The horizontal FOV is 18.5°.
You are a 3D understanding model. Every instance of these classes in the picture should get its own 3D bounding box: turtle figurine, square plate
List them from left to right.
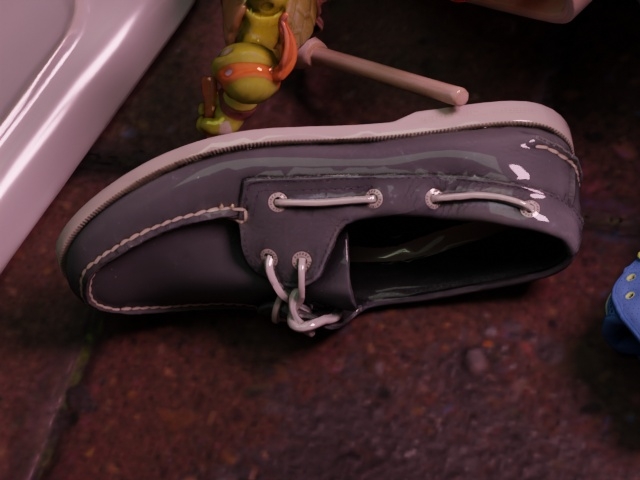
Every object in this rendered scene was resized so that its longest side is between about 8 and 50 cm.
[{"bbox_3d":[-0.314,-0.104,1.355,0.347,0.049,0.344,22,67,26],"label":"square plate"},{"bbox_3d":[-0.034,-0.166,1.200,0.087,0.269,0.217,6,56,-1],"label":"turtle figurine"}]

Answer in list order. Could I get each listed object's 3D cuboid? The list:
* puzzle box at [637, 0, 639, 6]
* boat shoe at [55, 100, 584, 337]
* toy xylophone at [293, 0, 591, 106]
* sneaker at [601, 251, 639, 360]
[{"bbox_3d":[0.310,-0.363,1.273,0.272,0.052,0.408,-7,74,10],"label":"puzzle box"},{"bbox_3d":[0.000,0.000,1.163,0.319,0.116,0.099,-12,52,2],"label":"boat shoe"},{"bbox_3d":[0.091,-0.196,1.224,0.236,0.081,0.323,-48,32,-20],"label":"toy xylophone"},{"bbox_3d":[0.217,0.001,1.116,0.126,0.091,0.240,-8,58,11],"label":"sneaker"}]
